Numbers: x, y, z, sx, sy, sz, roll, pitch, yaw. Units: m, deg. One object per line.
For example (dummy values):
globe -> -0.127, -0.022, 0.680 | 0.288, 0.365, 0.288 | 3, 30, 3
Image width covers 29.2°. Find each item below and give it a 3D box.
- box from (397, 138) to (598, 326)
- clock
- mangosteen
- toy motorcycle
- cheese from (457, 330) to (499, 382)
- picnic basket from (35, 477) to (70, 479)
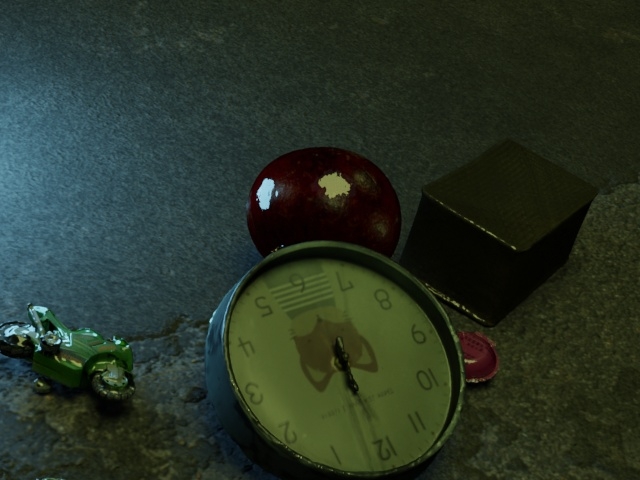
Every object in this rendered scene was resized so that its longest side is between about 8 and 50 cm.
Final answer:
box -> 0.262, -0.020, 1.827 | 0.184, 0.143, 0.273 | 32, 38, 23
clock -> 0.023, 0.148, 1.479 | 0.325, 0.067, 0.325 | 11, 57, -16
mangosteen -> 0.000, 0.000, 1.675 | 0.215, 0.215, 0.258 | 11, 64, -5
toy motorcycle -> -0.296, 0.136, 1.482 | 0.190, 0.074, 0.106 | 23, 27, 13
cheese -> 0.183, 0.165, 1.636 | 0.095, 0.038, 0.145 | 33, 45, 26
picnic basket -> -0.271, 0.279, 1.284 | 0.065, 0.083, 0.083 | 16, 38, -8
